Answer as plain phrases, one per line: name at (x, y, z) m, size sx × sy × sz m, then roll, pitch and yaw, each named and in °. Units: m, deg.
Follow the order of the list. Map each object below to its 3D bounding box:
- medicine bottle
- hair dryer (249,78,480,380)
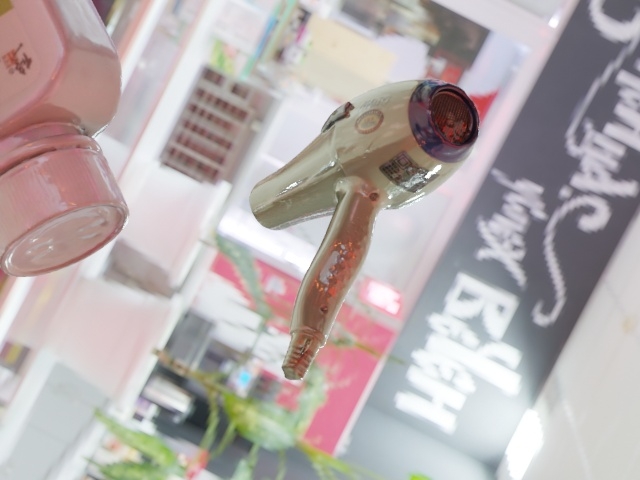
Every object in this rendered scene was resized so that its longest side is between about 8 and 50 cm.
medicine bottle at (-0.157, -0.076, 0.668) m, size 0.119 × 0.183 × 0.069 m, roll -35°, pitch 163°, yaw 19°
hair dryer at (-0.004, -0.017, 1.314) m, size 0.298 × 0.119 × 0.296 m, roll -56°, pitch -160°, yaw -12°
